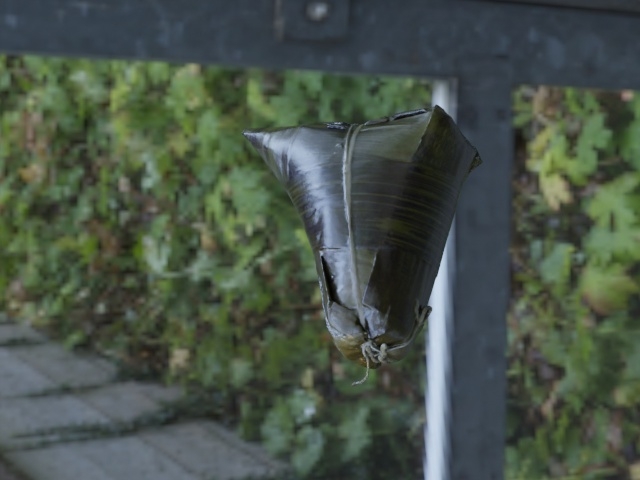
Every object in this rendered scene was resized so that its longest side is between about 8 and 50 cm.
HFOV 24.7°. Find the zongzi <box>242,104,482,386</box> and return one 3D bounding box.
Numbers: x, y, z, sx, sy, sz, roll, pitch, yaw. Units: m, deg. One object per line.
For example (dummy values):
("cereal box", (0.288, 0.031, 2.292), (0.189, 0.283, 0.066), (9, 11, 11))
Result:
("zongzi", (0.000, 0.000, 1.001), (0.184, 0.084, 0.187), (3, 62, 30))
